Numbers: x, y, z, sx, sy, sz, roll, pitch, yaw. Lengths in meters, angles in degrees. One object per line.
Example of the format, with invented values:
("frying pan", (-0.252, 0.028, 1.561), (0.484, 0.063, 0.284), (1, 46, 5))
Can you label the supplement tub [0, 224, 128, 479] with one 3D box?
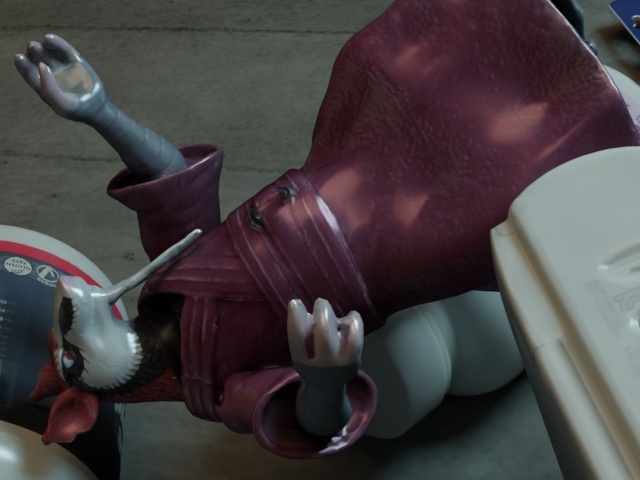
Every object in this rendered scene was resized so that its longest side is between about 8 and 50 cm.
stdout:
("supplement tub", (-0.220, 0.135, 0.713), (0.191, 0.191, 0.272), (-10, 37, 2))

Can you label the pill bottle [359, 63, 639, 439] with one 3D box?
("pill bottle", (0.117, 0.004, 0.818), (0.169, 0.169, 0.301), (26, 50, 39))

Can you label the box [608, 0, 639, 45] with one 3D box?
("box", (0.419, -0.222, 1.151), (0.225, 0.037, 0.136), (-10, 36, -1))

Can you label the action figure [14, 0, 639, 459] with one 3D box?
("action figure", (0.000, 0.000, 0.638), (0.370, 0.276, 0.248), (-31, 61, 5))

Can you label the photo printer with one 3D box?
("photo printer", (0.182, 0.145, 0.494), (0.107, 0.307, 0.256), (-23, 44, 4))
